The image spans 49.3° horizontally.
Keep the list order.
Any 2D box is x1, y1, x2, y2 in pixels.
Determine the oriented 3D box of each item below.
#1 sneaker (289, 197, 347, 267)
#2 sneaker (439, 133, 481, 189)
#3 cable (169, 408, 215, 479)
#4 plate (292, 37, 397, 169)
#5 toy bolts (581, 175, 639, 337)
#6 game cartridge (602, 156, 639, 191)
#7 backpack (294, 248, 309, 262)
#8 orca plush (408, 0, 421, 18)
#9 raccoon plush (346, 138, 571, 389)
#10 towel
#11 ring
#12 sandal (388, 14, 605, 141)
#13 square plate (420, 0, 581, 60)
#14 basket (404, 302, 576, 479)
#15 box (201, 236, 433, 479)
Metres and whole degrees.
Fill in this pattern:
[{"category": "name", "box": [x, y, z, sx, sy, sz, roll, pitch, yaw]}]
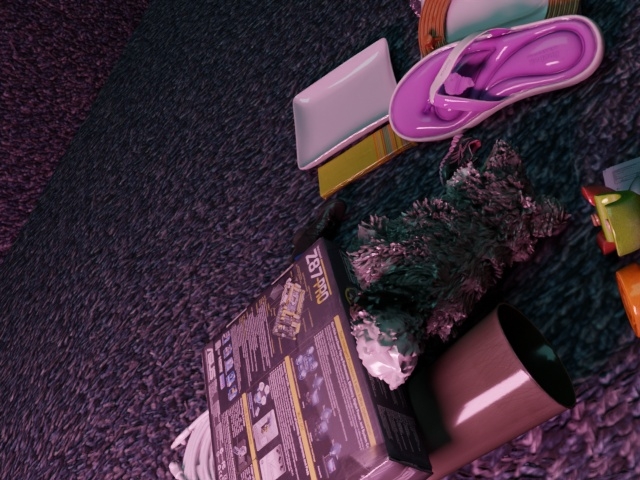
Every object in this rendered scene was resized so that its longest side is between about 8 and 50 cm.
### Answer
[{"category": "sneaker", "box": [-0.002, -0.001, 1.398, 0.170, 0.051, 0.089, -43, 38, 15]}, {"category": "sneaker", "box": [0.258, -0.144, 1.277, 0.057, 0.047, 0.119, 11, 67, 35]}, {"category": "cable", "box": [-0.121, 0.361, 1.174, 0.257, 0.089, 0.257, -46, 39, 2]}, {"category": "plate", "box": [0.061, -0.306, 1.597, 0.278, 0.045, 0.277, -29, 43, 23]}, {"category": "toy bolts", "box": [0.454, -0.008, 0.906, 0.158, 0.218, 0.228, -17, 13, 16]}, {"category": "game cartridge", "box": [0.472, -0.097, 1.050, 0.083, 0.017, 0.056, -20, 43, 32]}, {"category": "backpack", "box": [0.013, 0.063, 1.295, 0.101, 0.098, 0.120, -31, 27, -12]}, {"category": "orca plush", "box": [0.341, -0.590, 1.565, 0.287, 0.102, 0.151, -41, 83, 25]}, {"category": "raccoon plush", "box": [0.218, 0.035, 0.978, 0.299, 0.216, 0.446, -36, 18, 15]}, {"category": "towel", "box": [0.095, -0.178, 1.478, 0.237, 0.021, 0.102, -30, 38, 23]}, {"category": "ring", "box": [0.332, -0.445, 1.355, 0.336, 0.032, 0.337, -8, 78, 37]}, {"category": "sandal", "box": [0.294, -0.308, 1.274, 0.416, 0.102, 0.169, -20, 83, 30]}, {"category": "square plate", "box": [0.342, -0.536, 1.423, 0.344, 0.049, 0.347, -10, 73, 36]}, {"category": "basket", "box": [0.199, 0.214, 0.934, 0.227, 0.154, 0.204, -42, -7, 20]}, {"category": "box", "box": [-0.035, 0.233, 1.012, 0.318, 0.097, 0.395, -46, 37, 24]}]
